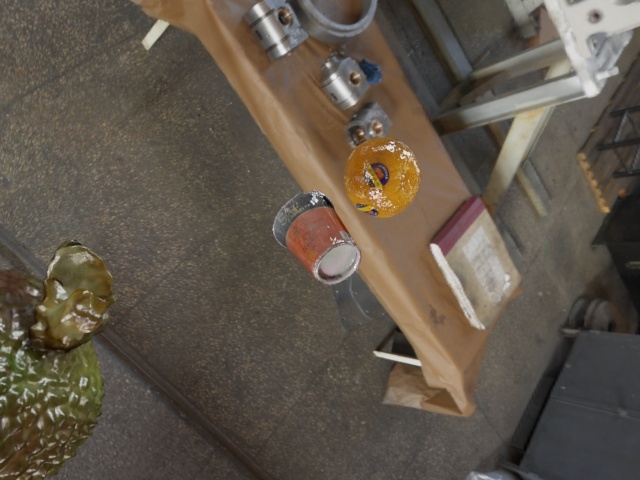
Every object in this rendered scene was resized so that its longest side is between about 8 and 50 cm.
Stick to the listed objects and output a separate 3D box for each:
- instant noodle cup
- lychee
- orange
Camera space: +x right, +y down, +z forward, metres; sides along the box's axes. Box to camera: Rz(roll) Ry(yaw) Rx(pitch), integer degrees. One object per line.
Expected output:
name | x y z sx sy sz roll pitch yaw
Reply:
instant noodle cup | 0.001 0.001 0.822 0.127 0.136 0.127 -18 133 -20
lychee | -0.369 0.155 0.513 0.319 0.270 0.270 -13 95 -16
orange | 0.133 -0.137 1.046 0.177 0.155 0.178 2 86 -28
